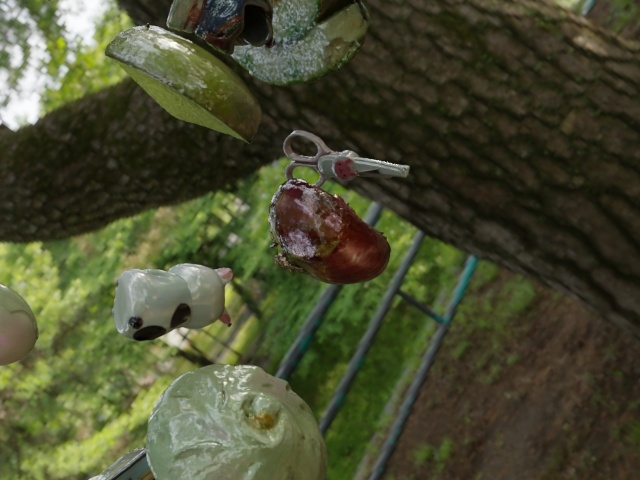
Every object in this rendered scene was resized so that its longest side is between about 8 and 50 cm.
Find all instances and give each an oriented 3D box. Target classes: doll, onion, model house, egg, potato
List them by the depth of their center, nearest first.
[{"bbox_3d":[-0.226,0.090,1.545,0.181,0.107,0.110,-12,-55,-38],"label":"doll"},{"bbox_3d":[-0.191,-0.257,1.750,0.112,0.255,0.269,-59,-27,-4],"label":"potato"},{"bbox_3d":[0.009,-0.006,1.798,0.248,0.248,0.161,-98,31,-82],"label":"onion"},{"bbox_3d":[-0.372,0.540,1.892,0.271,0.206,0.178,-38,6,-38],"label":"model house"},{"bbox_3d":[-0.694,0.177,2.149,0.183,0.217,0.183,-32,47,42],"label":"egg"}]

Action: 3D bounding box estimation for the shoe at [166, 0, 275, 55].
[{"bbox_3d":[-0.097,-0.311,1.330,0.227,0.126,0.099,-48,-11,-47],"label":"shoe"}]

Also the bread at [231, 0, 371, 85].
[{"bbox_3d":[-0.068,-0.484,1.997,0.129,0.382,0.366,-40,-12,-44],"label":"bread"}]

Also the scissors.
[{"bbox_3d":[0.046,-0.140,1.891,0.030,0.242,0.118,-50,-39,-54],"label":"scissors"}]

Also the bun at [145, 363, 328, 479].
[{"bbox_3d":[-0.095,0.274,1.411,0.179,0.283,0.283,-48,8,27],"label":"bun"}]
